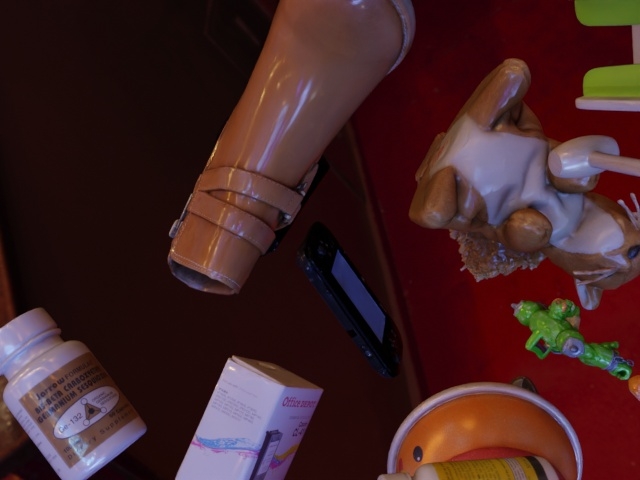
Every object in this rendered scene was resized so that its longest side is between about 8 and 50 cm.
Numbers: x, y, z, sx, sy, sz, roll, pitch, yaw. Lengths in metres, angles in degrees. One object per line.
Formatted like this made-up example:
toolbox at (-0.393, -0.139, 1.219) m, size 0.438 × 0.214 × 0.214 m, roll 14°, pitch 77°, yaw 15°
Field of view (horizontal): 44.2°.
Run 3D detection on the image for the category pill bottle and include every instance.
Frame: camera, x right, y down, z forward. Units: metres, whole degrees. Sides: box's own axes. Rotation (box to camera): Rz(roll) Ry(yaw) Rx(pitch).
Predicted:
pill bottle at (-0.359, 0.213, 1.094) m, size 0.131 × 0.229 × 0.131 m, roll -38°, pitch -4°, yaw -3°
pill bottle at (0.178, 0.328, 0.959) m, size 0.208 × 0.119 × 0.119 m, roll -1°, pitch 33°, yaw -7°

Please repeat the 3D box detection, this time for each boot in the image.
boot at (-0.041, -0.073, 0.598) m, size 0.220 × 0.109 × 0.283 m, roll -62°, pitch 12°, yaw -17°

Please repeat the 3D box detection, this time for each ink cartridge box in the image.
ink cartridge box at (-0.139, 0.386, 1.465) m, size 0.131 × 0.226 × 0.306 m, roll 24°, pitch 87°, yaw 22°

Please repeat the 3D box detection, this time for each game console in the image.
game console at (0.000, 0.000, 0.938) m, size 0.044 × 0.361 × 0.213 m, roll -26°, pitch 18°, yaw 28°

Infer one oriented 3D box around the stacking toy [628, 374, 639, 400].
stacking toy at (0.667, 0.325, 1.372) m, size 0.302 × 0.175 × 0.166 m, roll 33°, pitch 117°, yaw 42°

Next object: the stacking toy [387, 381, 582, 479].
stacking toy at (0.287, 0.478, 1.250) m, size 0.350 × 0.350 × 0.480 m, roll -38°, pitch 13°, yaw 14°

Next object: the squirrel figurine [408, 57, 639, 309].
squirrel figurine at (0.353, -0.055, 1.322) m, size 0.281 × 0.370 × 0.397 m, roll -62°, pitch 5°, yaw -7°

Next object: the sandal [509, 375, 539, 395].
sandal at (0.483, 0.406, 1.752) m, size 0.090 × 0.060 × 0.219 m, roll -36°, pitch 74°, yaw 32°

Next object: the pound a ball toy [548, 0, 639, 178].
pound a ball toy at (0.365, -0.156, 0.757) m, size 0.135 × 0.208 × 0.319 m, roll -16°, pitch 16°, yaw -21°

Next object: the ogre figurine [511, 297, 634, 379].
ogre figurine at (0.373, 0.144, 1.207) m, size 0.097 × 0.118 × 0.197 m, roll -50°, pitch 40°, yaw 25°
